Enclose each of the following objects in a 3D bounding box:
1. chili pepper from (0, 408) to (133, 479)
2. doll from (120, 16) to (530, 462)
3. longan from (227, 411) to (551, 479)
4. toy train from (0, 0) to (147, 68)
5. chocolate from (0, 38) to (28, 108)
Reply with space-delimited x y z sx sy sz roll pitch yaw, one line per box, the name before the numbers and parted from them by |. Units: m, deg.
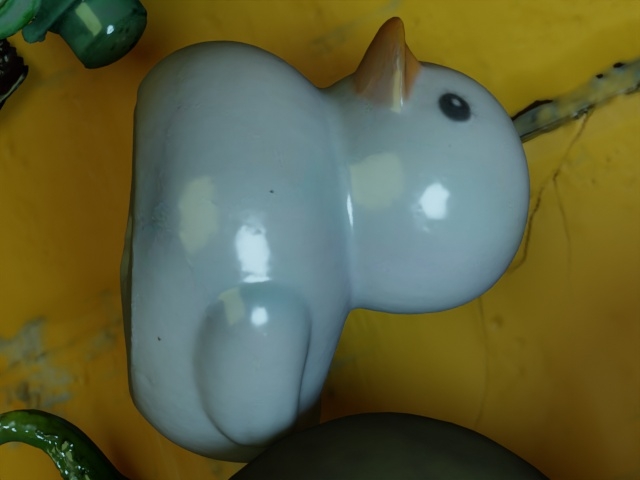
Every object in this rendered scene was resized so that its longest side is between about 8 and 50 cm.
chili pepper | -0.102 0.262 0.710 0.085 0.076 0.359 -26 80 1
doll | 0.000 0.000 0.638 0.221 0.221 0.251 22 119 24
longan | 0.028 0.206 0.566 0.248 0.248 0.248 -1 86 24
toy train | -0.176 -0.236 0.713 0.202 0.145 0.266 -38 90 22
chocolate | -0.273 -0.073 0.832 0.182 0.028 0.086 -48 63 13
